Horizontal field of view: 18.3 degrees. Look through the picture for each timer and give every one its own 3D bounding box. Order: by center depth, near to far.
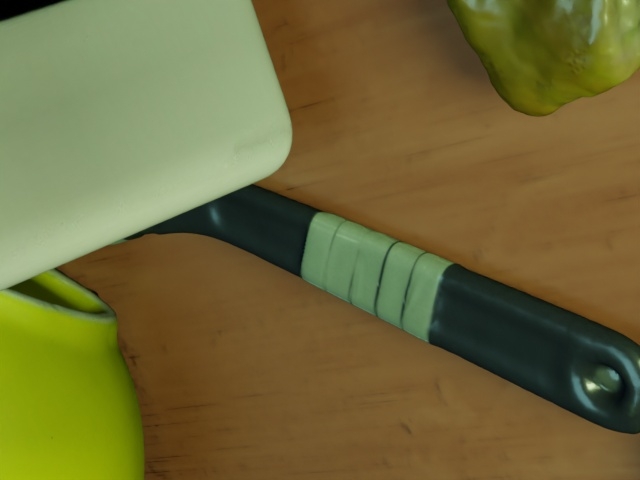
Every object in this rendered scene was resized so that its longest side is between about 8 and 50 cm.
[{"bbox_3d":[-0.159,-0.078,0.746,0.192,0.195,0.194,-10,103,49],"label":"timer"}]

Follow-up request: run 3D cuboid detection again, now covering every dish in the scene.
[{"bbox_3d":[-0.183,0.045,0.924,0.262,0.221,0.108,32,97,38],"label":"dish"}]

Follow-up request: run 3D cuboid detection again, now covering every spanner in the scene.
[{"bbox_3d":[0.000,0.000,0.794,0.316,0.024,0.087,23,127,35],"label":"spanner"}]

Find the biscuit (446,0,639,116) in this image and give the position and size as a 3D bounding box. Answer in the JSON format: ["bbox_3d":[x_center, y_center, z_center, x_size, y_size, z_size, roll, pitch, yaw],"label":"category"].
[{"bbox_3d":[0.079,-0.136,0.596,0.183,0.039,0.174,-22,99,52],"label":"biscuit"}]
